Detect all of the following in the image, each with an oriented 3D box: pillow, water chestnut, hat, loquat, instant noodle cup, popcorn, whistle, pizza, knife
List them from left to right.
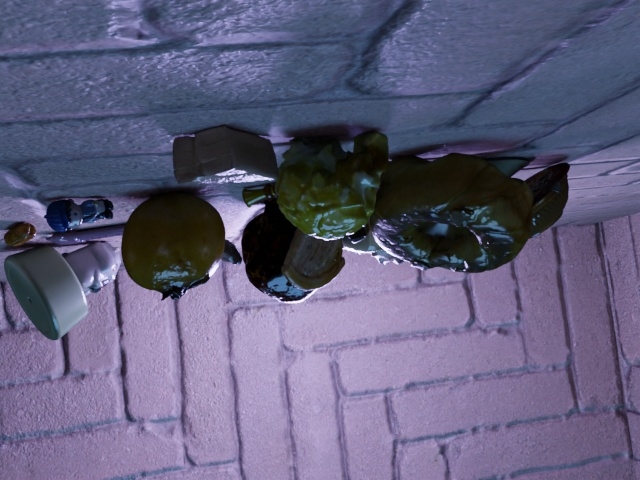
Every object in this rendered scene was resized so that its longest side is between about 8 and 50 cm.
[{"bbox_3d":[-0.551,-0.022,2.200,0.399,0.038,0.132,-7,172,7],"label":"knife"},{"bbox_3d":[-0.326,0.013,1.776,0.244,0.243,0.244,-7,175,-1],"label":"loquat"},{"bbox_3d":[-0.319,-0.007,2.078,0.255,0.059,0.169,27,177,-22],"label":"pillow"},{"bbox_3d":[-0.116,-0.106,1.806,0.109,0.046,0.057,-14,159,14],"label":"whistle"},{"bbox_3d":[-0.077,0.018,2.099,0.289,0.288,0.244,-6,165,-3],"label":"water chestnut"},{"bbox_3d":[0.000,0.000,1.984,0.181,0.261,0.034,19,171,-39],"label":"pizza"},{"bbox_3d":[0.027,-0.107,1.363,0.213,0.197,0.198,-36,165,17],"label":"popcorn"},{"bbox_3d":[0.377,-0.109,1.905,0.258,0.130,0.257,-6,174,-1],"label":"hat"},{"bbox_3d":[0.514,-0.073,1.948,0.274,0.090,0.274,-38,-173,5],"label":"instant noodle cup"}]

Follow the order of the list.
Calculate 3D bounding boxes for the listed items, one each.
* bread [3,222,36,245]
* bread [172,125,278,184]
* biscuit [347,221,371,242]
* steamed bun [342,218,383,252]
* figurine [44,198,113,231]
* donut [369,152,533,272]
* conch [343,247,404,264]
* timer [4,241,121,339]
[{"bbox_3d":[-0.749,-0.014,1.993,0.052,0.044,0.157,-7,176,-34],"label":"bread"},{"bbox_3d":[-0.150,-0.128,1.283,0.105,0.077,0.152,-13,169,25],"label":"bread"},{"bbox_3d":[0.081,-0.031,1.747,0.052,0.056,0.188,-29,-177,9],"label":"biscuit"},{"bbox_3d":[0.135,-0.057,2.147,0.170,0.152,0.239,-12,-168,-17],"label":"steamed bun"},{"bbox_3d":[-0.516,-0.063,1.703,0.079,0.077,0.136,30,-146,32],"label":"figurine"},{"bbox_3d":[0.277,-0.054,1.710,0.361,0.169,0.360,11,155,5],"label":"donut"},{"bbox_3d":[0.216,-0.028,2.447,0.325,0.186,0.263,-6,-167,3],"label":"conch"},{"bbox_3d":[-0.760,0.112,2.472,0.315,0.290,0.291,-31,-171,-31],"label":"timer"}]
